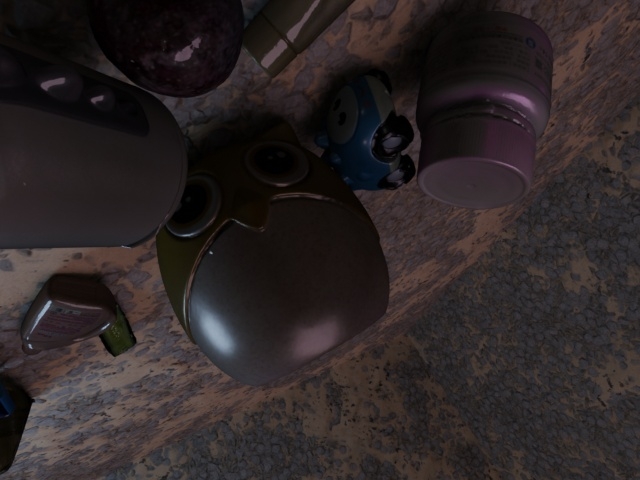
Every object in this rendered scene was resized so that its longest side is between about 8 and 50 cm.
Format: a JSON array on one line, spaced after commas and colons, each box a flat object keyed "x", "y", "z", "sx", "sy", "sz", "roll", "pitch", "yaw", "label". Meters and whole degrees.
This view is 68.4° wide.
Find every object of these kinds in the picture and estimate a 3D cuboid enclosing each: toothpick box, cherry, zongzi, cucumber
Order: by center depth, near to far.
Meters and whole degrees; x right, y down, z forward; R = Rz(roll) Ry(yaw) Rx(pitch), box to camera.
[{"x": -0.294, "y": -0.097, "z": 0.470, "sx": 0.229, "sy": 0.229, "sz": 0.316, "roll": -39, "pitch": 170, "yaw": 14, "label": "toothpick box"}, {"x": -0.179, "y": -0.263, "z": 0.571, "sx": 0.195, "sy": 0.195, "sz": 0.195, "roll": -26, "pitch": 155, "yaw": -14, "label": "cherry"}, {"x": -0.101, "y": 0.020, "z": 0.900, "sx": 0.409, "sy": 0.425, "sz": 0.409, "roll": -29, "pitch": 172, "yaw": -4, "label": "toothpick box"}, {"x": -0.793, "y": 0.485, "z": 1.193, "sx": 0.112, "sy": 0.220, "sz": 0.242, "roll": -10, "pitch": 152, "yaw": -12, "label": "zongzi"}, {"x": -0.535, "y": 0.216, "z": 1.200, "sx": 0.078, "sy": 0.062, "sz": 0.211, "roll": -36, "pitch": 151, "yaw": -29, "label": "cucumber"}]

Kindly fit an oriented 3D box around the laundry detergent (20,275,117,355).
[{"x": -0.557, "y": 0.183, "z": 1.043, "sx": 0.171, "sy": 0.076, "sz": 0.237, "roll": 19, "pitch": 126, "yaw": -38, "label": "laundry detergent"}]

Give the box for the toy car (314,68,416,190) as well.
[{"x": 0.084, "y": -0.210, "z": 0.982, "sx": 0.190, "sy": 0.188, "sz": 0.255, "roll": -16, "pitch": 151, "yaw": 2, "label": "toy car"}]

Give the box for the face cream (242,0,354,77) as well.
[{"x": 0.022, "y": -0.391, "z": 0.699, "sx": 0.341, "sy": 0.084, "sz": 0.137, "roll": -41, "pitch": 154, "yaw": 11, "label": "face cream"}]

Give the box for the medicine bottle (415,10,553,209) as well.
[{"x": 0.319, "y": -0.250, "z": 0.938, "sx": 0.256, "sy": 0.324, "sz": 0.256, "roll": 11, "pitch": 160, "yaw": 4, "label": "medicine bottle"}]

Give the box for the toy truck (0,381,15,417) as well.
[{"x": -0.865, "y": 0.395, "z": 0.988, "sx": 0.368, "sy": 0.175, "sz": 0.146, "roll": -17, "pitch": 149, "yaw": -32, "label": "toy truck"}]
